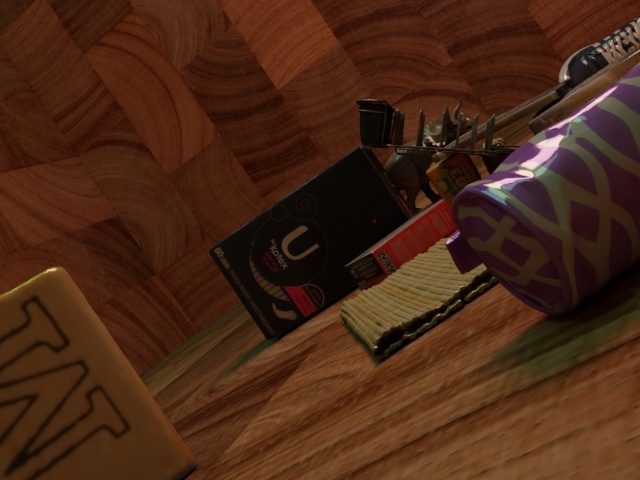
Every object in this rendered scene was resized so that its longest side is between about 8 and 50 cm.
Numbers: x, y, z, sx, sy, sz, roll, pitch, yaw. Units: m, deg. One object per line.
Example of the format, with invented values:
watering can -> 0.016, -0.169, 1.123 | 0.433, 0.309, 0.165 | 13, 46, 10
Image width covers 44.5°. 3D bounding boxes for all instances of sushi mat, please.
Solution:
sushi mat -> 0.091, 0.039, 0.705 | 0.151, 0.019, 0.316 | -33, 1, -3

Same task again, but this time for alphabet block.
alphabet block -> -0.256, 0.169, 0.632 | 0.193, 0.197, 0.192 | -35, 2, -40

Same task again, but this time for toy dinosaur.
toy dinosaur -> 0.217, -0.157, 1.681 | 0.314, 0.160, 0.121 | -33, 1, 25

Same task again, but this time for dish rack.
dish rack -> 0.192, -0.154, 1.134 | 0.272, 0.074, 0.208 | 6, 8, 8

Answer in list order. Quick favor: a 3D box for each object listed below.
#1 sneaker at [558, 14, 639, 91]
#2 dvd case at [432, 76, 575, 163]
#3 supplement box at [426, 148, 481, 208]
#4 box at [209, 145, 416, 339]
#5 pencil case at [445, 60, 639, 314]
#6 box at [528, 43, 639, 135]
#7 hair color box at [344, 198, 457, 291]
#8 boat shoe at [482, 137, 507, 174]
sneaker -> 0.597, -0.374, 1.525 | 0.282, 0.099, 0.153 | -32, -2, -25
dvd case -> 0.301, -0.199, 1.283 | 0.221, 0.018, 0.164 | -28, 4, 32
supplement box -> 0.241, -0.116, 1.397 | 0.080, 0.078, 0.233 | -30, 3, 15
box -> 0.000, 0.000, 1.159 | 0.270, 0.165, 0.143 | -34, 1, 10
pencil case -> 0.165, -0.048, 0.407 | 0.206, 0.086, 0.088 | -34, 21, -14
box -> 0.433, -0.229, 1.182 | 0.231, 0.056, 0.183 | -34, 1, 25
hair color box -> 0.105, 0.006, 0.991 | 0.141, 0.043, 0.072 | -34, 1, -31
boat shoe -> 0.321, -0.154, 1.400 | 0.048, 0.056, 0.153 | -24, 6, 21
